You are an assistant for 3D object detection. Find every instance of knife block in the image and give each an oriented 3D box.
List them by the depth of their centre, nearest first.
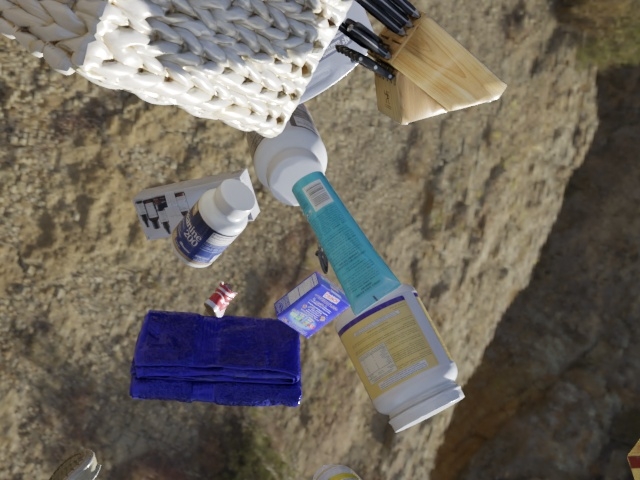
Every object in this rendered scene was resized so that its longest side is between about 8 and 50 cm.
[{"bbox_3d":[0.158,-0.321,1.333,0.276,0.088,0.242,-17,120,-17],"label":"knife block"}]

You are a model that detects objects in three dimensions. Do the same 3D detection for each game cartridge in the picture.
[{"bbox_3d":[-0.043,-0.368,1.607,0.294,0.060,0.196,-32,125,-4],"label":"game cartridge"}]

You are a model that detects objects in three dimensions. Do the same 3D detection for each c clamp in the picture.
[{"bbox_3d":[0.000,0.000,2.153,0.137,0.022,0.160,68,17,-58],"label":"c clamp"}]

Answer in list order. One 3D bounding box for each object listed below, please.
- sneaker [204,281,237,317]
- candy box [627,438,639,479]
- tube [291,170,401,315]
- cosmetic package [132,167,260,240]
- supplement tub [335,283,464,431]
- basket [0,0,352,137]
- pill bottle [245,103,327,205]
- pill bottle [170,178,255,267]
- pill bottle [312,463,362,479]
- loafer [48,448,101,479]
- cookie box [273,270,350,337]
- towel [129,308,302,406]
[{"bbox_3d":[-0.203,0.125,1.711,0.067,0.042,0.118,-51,173,-16],"label":"sneaker"},{"bbox_3d":[0.468,0.249,1.043,0.187,0.109,0.053,-18,92,-52],"label":"candy box"},{"bbox_3d":[0.030,-0.002,1.175,0.080,0.207,0.052,-39,159,24],"label":"tube"},{"bbox_3d":[-0.253,-0.071,1.703,0.060,0.239,0.098,-70,146,-63],"label":"cosmetic package"},{"bbox_3d":[0.209,0.307,2.193,0.241,0.241,0.331,-4,62,-53],"label":"supplement tub"},{"bbox_3d":[-0.163,-0.293,0.767,0.331,0.328,0.266,4,116,-63],"label":"basket"},{"bbox_3d":[-0.082,-0.218,2.022,0.176,0.318,0.176,-6,123,-9],"label":"pill bottle"},{"bbox_3d":[-0.134,-0.023,1.051,0.067,0.120,0.067,25,43,-25],"label":"pill bottle"},{"bbox_3d":[0.041,0.501,1.641,0.103,0.184,0.103,0,91,-13],"label":"pill bottle"},{"bbox_3d":[-0.462,0.489,1.474,0.092,0.102,0.268,35,95,-17],"label":"loafer"},{"bbox_3d":[-0.015,0.118,1.533,0.107,0.040,0.092,-38,129,16],"label":"cookie box"},{"bbox_3d":[-0.185,0.205,1.540,0.227,0.308,0.076,-95,-168,-56],"label":"towel"}]
